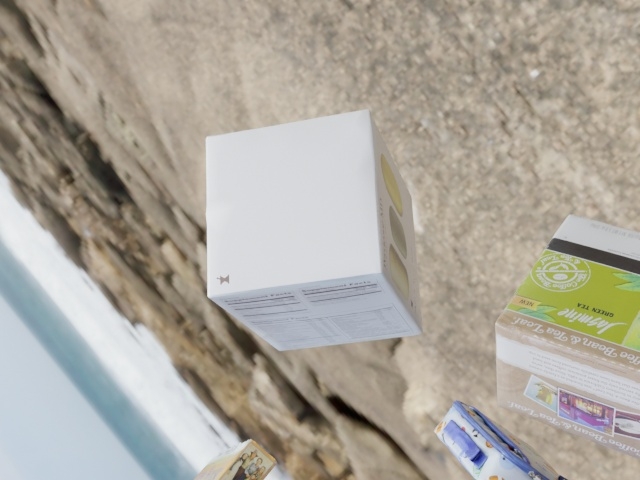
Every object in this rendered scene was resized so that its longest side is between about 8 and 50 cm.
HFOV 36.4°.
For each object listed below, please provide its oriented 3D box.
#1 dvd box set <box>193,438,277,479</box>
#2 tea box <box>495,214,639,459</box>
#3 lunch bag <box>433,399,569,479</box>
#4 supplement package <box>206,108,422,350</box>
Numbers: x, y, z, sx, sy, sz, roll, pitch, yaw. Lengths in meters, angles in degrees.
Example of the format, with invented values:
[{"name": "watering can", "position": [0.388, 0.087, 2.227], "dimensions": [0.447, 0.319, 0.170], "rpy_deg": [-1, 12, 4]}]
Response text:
[{"name": "dvd box set", "position": [-0.254, 0.503, 1.520], "dimensions": [0.062, 0.420, 0.307], "rpy_deg": [42, 155, -2]}, {"name": "tea box", "position": [0.513, 0.164, 1.655], "dimensions": [0.329, 0.323, 0.220], "rpy_deg": [17, 137, 29]}, {"name": "lunch bag", "position": [0.363, 0.442, 1.924], "dimensions": [0.243, 0.115, 0.303], "rpy_deg": [38, 180, -22]}, {"name": "supplement package", "position": [0.000, 0.000, 1.174], "dimensions": [0.262, 0.198, 0.199], "rpy_deg": [51, -147, -65]}]
